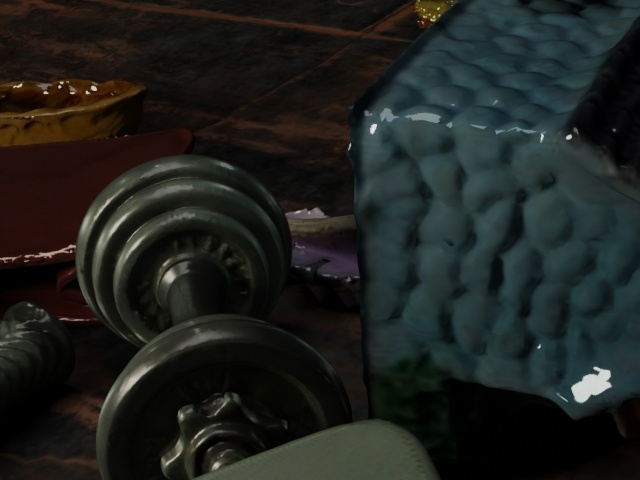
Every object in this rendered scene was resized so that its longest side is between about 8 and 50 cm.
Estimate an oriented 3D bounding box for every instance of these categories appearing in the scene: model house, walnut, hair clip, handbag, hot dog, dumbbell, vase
[{"bbox_3d":[0.242,-0.015,1.231,0.339,0.297,0.360,6,27,23],"label":"model house"},{"bbox_3d":[-0.277,-0.114,1.849,0.211,0.087,0.167,3,16,26],"label":"walnut"},{"bbox_3d":[0.000,0.000,1.525,0.292,0.084,0.106,6,38,43],"label":"hair clip"},{"bbox_3d":[-0.264,-0.015,1.667,0.276,0.084,0.260,-5,29,19],"label":"handbag"},{"bbox_3d":[0.164,-0.229,1.886,0.169,0.061,0.078,1,26,-30],"label":"hot dog"},{"bbox_3d":[-0.087,0.072,1.314,0.179,0.179,0.406,-16,27,-3],"label":"dumbbell"},{"bbox_3d":[-0.293,0.136,1.385,0.115,0.115,0.237,6,28,34],"label":"vase"}]

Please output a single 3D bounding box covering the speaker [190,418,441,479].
[{"bbox_3d":[0.029,0.276,0.852,0.183,0.184,0.406,-21,27,-1],"label":"speaker"}]
